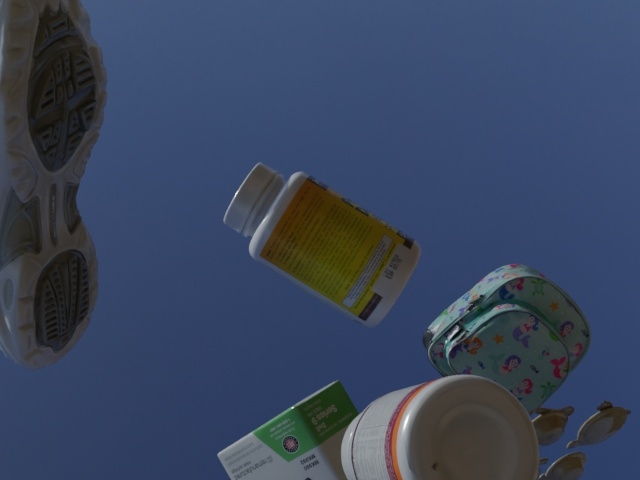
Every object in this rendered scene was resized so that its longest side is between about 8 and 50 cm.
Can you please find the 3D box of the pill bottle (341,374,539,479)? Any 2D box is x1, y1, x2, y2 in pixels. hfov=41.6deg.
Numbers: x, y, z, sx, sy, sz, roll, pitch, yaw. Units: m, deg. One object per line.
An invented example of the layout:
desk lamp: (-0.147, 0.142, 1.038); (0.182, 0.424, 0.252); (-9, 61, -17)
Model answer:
pill bottle: (0.095, 0.192, 0.762); (0.121, 0.221, 0.121); (4, -106, -13)

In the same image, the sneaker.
sneaker: (-0.189, -0.043, 0.466); (0.115, 0.232, 0.090); (13, -163, 16)

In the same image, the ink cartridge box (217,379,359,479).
ink cartridge box: (0.006, 0.397, 1.299); (0.121, 0.211, 0.289); (-20, -105, -53)

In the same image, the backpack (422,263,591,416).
backpack: (0.328, 0.174, 1.444); (0.225, 0.253, 0.191); (47, -178, -7)

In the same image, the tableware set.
tableware set: (0.270, 0.240, 0.962); (0.141, 0.169, 0.020); (5, -145, -28)

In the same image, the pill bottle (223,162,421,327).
pill bottle: (0.000, 0.000, 0.972); (0.215, 0.117, 0.117); (32, -135, 0)
